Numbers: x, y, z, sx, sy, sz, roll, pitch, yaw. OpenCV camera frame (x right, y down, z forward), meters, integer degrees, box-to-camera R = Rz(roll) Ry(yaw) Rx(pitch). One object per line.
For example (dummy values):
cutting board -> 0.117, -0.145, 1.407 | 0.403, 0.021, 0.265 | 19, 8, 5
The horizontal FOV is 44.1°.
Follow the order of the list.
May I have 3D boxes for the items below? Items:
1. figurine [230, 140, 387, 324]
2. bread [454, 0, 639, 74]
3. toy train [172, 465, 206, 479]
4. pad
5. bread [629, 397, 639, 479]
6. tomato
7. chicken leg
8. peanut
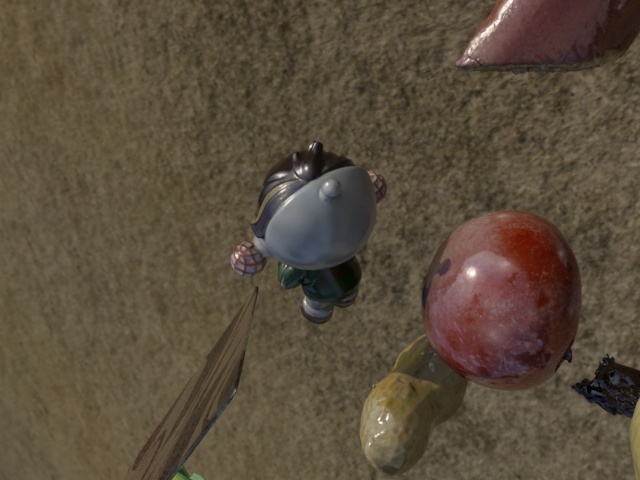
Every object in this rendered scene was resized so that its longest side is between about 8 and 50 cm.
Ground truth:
figurine -> 0.000, 0.000, 1.227 | 0.167, 0.281, 0.370 | 48, 159, 32
bread -> 0.207, -0.192, 0.625 | 0.119, 0.067, 0.192 | 29, 106, -8
toy train -> -0.239, 0.495, 1.263 | 0.159, 0.188, 0.271 | 10, 132, 46
pad -> -0.166, 0.219, 0.889 | 0.004, 0.220, 0.330 | 31, 111, -12
bread -> 0.379, 0.264, 0.860 | 0.060, 0.178, 0.139 | -10, 102, 15
tomato -> 0.264, 0.087, 1.176 | 0.227, 0.270, 0.270 | 6, 131, 2
chicken leg -> 0.531, 0.250, 1.293 | 0.234, 0.105, 0.063 | 13, 156, 13
peanut -> 0.167, 0.283, 1.399 | 0.149, 0.313, 0.149 | 19, 128, 26
